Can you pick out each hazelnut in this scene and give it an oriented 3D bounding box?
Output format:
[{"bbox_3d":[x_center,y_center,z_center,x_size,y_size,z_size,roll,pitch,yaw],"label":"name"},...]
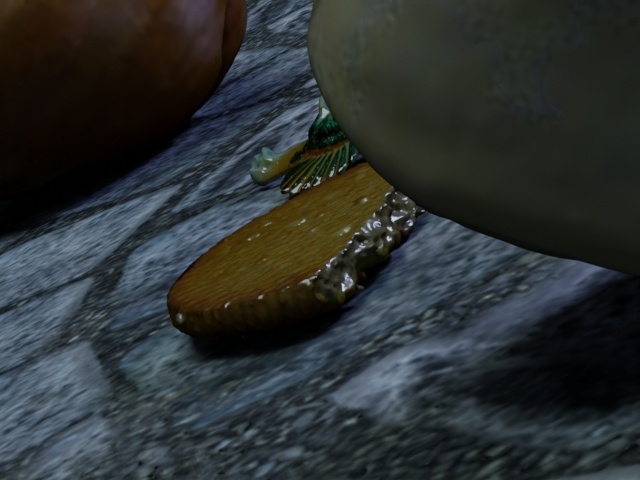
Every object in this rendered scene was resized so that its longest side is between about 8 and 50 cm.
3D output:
[{"bbox_3d":[-0.226,-0.191,1.554,0.372,0.315,0.372,-53,-1,-1],"label":"hazelnut"}]

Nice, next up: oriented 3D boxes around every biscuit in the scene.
[{"bbox_3d":[-0.012,0.006,0.931,0.126,0.025,0.206,-19,13,25],"label":"biscuit"}]

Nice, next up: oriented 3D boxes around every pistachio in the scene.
[{"bbox_3d":[0.154,-0.096,0.657,0.332,0.208,0.226,-15,54,-15],"label":"pistachio"}]

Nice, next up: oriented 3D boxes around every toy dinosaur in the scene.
[{"bbox_3d":[0.018,-0.061,1.122,0.106,0.044,0.187,-42,29,-11],"label":"toy dinosaur"}]
